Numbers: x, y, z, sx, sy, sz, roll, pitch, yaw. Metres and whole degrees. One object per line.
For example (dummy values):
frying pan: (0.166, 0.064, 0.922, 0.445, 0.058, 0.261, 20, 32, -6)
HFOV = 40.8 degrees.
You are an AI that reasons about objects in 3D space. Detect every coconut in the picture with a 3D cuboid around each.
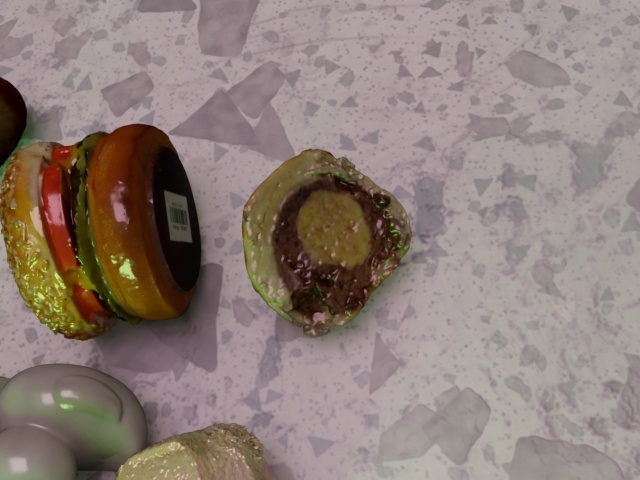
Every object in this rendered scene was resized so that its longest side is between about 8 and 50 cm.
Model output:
coconut: (-0.152, 0.392, 1.180, 0.233, 0.233, 0.245, -27, 65, -1)

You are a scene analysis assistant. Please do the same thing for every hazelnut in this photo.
hazelnut: (-0.655, -0.209, 1.550, 0.252, 0.217, 0.217, -23, 65, -10)

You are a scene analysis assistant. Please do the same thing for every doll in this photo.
doll: (-0.380, 0.301, 1.252, 0.251, 0.221, 0.221, 15, 68, -19)

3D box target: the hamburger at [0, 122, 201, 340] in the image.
hamburger: (-0.339, -0.014, 1.334, 0.250, 0.330, 0.329, -8, 67, 8)

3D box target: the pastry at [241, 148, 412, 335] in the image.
pastry: (-0.010, 0.001, 1.342, 0.237, 0.170, 0.256, 41, 79, -2)

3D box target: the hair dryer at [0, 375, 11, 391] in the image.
hair dryer: (-0.598, 0.379, 1.311, 0.128, 0.203, 0.361, 26, 92, 16)
